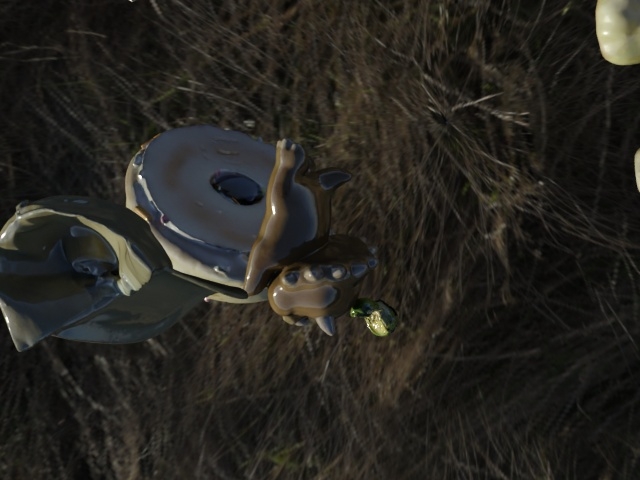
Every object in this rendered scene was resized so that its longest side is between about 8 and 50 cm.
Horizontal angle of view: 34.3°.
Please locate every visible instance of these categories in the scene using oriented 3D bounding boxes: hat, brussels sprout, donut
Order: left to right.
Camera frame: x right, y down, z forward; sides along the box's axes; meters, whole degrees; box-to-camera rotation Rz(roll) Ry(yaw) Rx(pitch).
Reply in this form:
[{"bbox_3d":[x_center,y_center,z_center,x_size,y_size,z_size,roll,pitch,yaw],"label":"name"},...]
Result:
[{"bbox_3d":[-0.163,0.017,0.872,0.166,0.173,0.144,-25,89,29],"label":"hat"},{"bbox_3d":[-0.165,-0.043,1.802,0.382,0.382,0.142,32,128,2],"label":"donut"},{"bbox_3d":[0.078,0.105,1.504,0.046,0.051,0.083,-36,133,16],"label":"brussels sprout"}]

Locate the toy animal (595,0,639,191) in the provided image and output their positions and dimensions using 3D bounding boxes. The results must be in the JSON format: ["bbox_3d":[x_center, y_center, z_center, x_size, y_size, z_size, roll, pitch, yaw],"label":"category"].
[{"bbox_3d":[0.210,-0.063,0.411,0.168,0.233,0.121,-3,103,42],"label":"toy animal"}]

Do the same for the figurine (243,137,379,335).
[{"bbox_3d":[-0.001,0.004,1.444,0.173,0.177,0.247,15,91,5],"label":"figurine"}]
